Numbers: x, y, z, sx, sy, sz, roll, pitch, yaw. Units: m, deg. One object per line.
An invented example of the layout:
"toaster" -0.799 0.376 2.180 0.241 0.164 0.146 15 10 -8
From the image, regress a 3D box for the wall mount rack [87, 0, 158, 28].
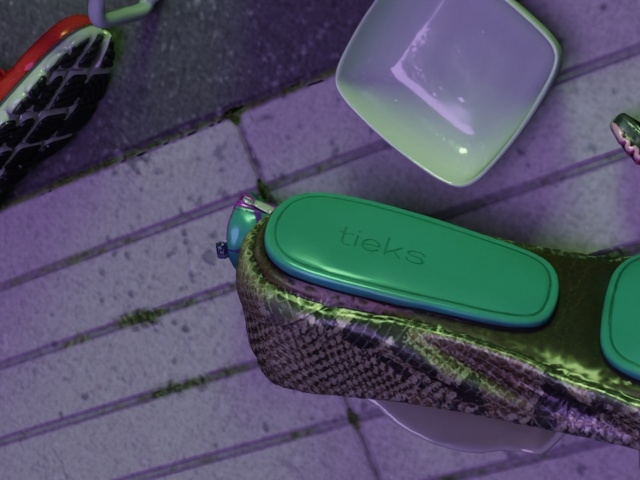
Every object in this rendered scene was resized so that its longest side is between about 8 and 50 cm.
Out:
"wall mount rack" -0.213 -0.338 1.212 0.350 0.130 0.304 22 116 20

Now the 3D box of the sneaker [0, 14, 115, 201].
"sneaker" -0.288 -0.108 1.325 0.279 0.107 0.118 -38 76 27

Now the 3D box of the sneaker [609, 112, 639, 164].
"sneaker" 0.257 -0.059 1.096 0.119 0.047 0.057 35 98 12

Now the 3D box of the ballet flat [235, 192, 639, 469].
"ballet flat" 0.176 0.085 1.106 0.482 0.164 0.182 9 131 13

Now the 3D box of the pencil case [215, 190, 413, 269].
"pencil case" 0.000 0.000 1.225 0.151 0.064 0.070 6 133 25

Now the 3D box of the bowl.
"bowl" 0.097 -0.125 1.148 0.142 0.053 0.142 41 118 11
